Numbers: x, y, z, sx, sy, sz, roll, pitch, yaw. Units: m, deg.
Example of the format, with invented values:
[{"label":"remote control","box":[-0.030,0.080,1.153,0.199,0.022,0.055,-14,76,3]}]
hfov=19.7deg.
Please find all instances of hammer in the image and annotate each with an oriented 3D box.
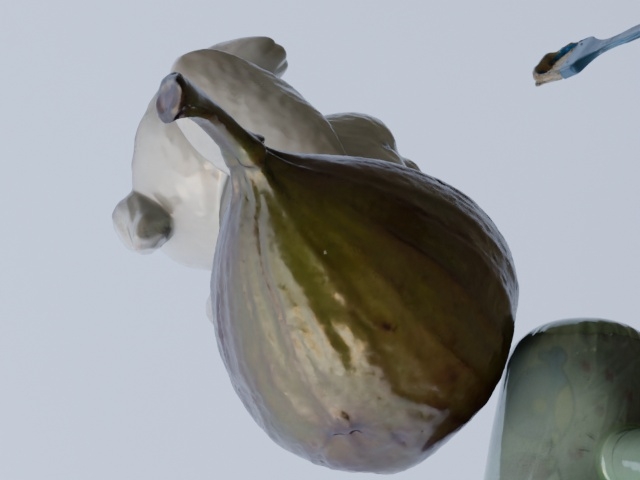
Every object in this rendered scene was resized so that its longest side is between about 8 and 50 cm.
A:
[{"label":"hammer","box":[0.223,0.145,1.181,0.119,0.335,0.206,14,-102,-25]}]

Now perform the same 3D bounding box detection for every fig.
[{"label":"fig","box":[0.000,0.000,1.215,0.321,0.217,0.217,55,-153,-34]}]

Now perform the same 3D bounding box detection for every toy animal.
[{"label":"toy animal","box":[-0.026,-0.022,1.533,0.206,0.271,0.265,-29,-142,-33]}]

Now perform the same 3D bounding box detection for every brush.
[{"label":"brush","box":[0.234,-0.157,1.428,0.014,0.164,0.051,55,-138,-17]}]
